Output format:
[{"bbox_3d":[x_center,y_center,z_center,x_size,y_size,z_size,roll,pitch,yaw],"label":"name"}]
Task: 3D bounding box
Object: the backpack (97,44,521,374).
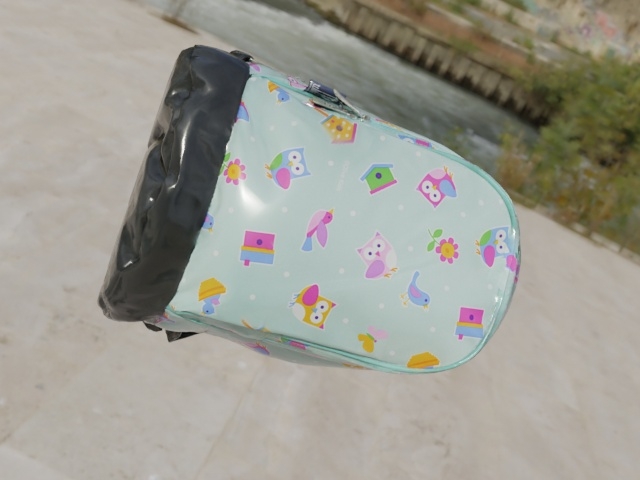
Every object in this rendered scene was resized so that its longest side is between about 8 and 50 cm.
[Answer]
[{"bbox_3d":[0.000,0.000,0.460,0.182,0.152,0.115,19,2,-12],"label":"backpack"}]
